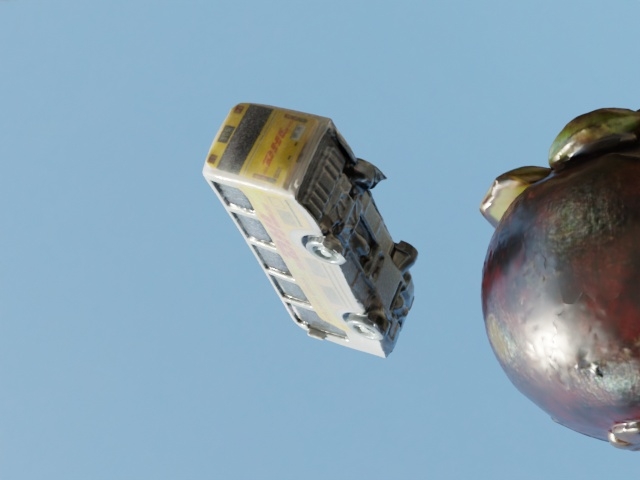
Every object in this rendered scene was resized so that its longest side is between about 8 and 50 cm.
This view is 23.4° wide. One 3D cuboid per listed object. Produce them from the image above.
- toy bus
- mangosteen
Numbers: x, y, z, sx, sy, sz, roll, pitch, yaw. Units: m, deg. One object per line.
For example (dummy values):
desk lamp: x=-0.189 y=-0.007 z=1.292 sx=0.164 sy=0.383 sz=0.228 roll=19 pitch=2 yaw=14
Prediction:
toy bus: x=0.000 y=0.000 z=1.476 sx=0.138 sy=0.342 sz=0.097 roll=13 pitch=-113 yaw=22
mangosteen: x=0.283 y=0.032 z=1.343 sx=0.311 sy=0.311 sz=0.311 roll=12 pitch=-120 yaw=-22
